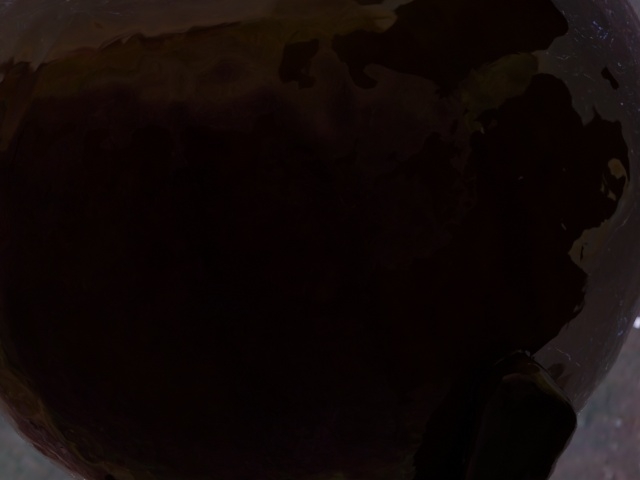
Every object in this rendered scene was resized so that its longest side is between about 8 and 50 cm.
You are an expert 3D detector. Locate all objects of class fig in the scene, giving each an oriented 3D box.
[{"bbox_3d":[-0.001,-0.001,0.492,0.205,0.205,0.205,8,-60,15],"label":"fig"}]
